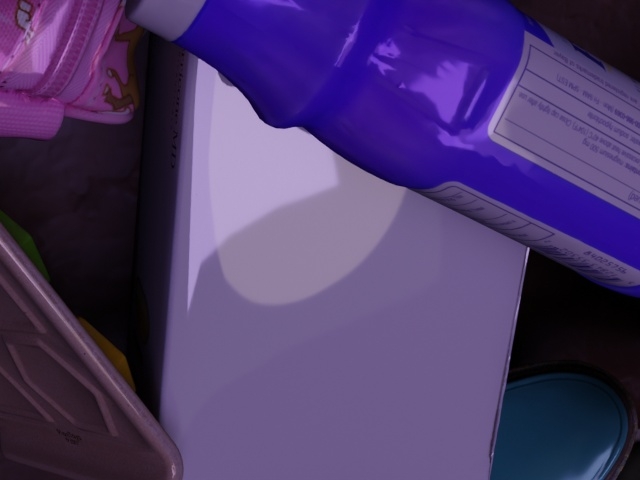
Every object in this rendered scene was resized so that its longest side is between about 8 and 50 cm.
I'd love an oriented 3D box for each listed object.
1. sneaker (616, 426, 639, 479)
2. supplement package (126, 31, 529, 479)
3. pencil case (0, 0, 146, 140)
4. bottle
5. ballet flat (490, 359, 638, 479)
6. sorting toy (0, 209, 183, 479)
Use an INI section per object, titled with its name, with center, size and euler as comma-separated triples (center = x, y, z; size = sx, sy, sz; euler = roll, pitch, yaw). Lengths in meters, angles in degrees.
[sneaker]
center = 0.263, 0.250, 0.771
size = 0.064, 0.086, 0.192
euler = -13, 111, -14
[supplement package]
center = 0.000, 0.000, 0.570
size = 0.204, 0.145, 0.262
euler = 2, 106, -19
[pencil case]
center = -0.102, -0.241, 0.442
size = 0.160, 0.167, 0.386
euler = 22, 102, -4
[bottle]
center = 0.057, -0.063, 0.425
size = 0.282, 0.118, 0.092
euler = 24, 97, -23
[ballet flat]
center = 0.065, 0.207, 0.680
size = 0.348, 0.123, 0.123
euler = -39, 115, -2
[sorting toy]
center = -0.172, 0.040, 0.515
size = 0.038, 0.193, 0.208
euler = -44, 117, -35
